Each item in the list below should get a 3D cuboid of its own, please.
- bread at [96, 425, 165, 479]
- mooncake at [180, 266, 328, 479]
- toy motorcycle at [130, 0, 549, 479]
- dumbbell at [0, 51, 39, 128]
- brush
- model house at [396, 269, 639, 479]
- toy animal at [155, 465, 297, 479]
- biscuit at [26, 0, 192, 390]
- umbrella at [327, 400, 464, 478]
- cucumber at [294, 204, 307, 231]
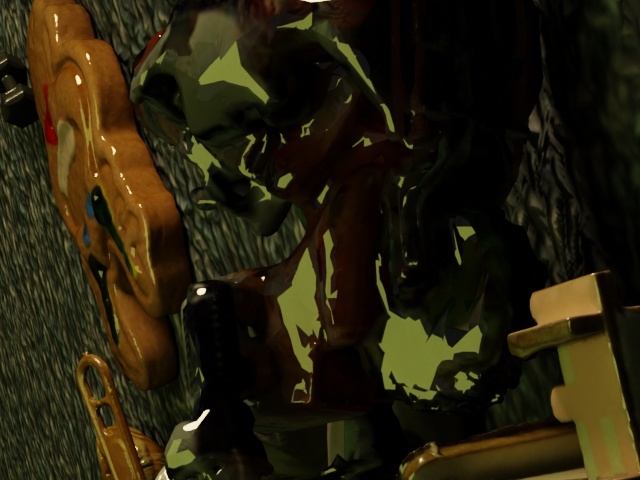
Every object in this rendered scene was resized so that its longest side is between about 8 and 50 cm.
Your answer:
[{"bbox_3d":[-0.151,0.195,1.514,0.111,0.044,0.083,-163,61,-68],"label":"bread"},{"bbox_3d":[-0.032,0.081,1.098,0.125,0.073,0.130,155,106,-70],"label":"mooncake"},{"bbox_3d":[0.000,0.000,0.775,0.207,0.134,0.401,-17,72,38],"label":"toy motorcycle"},{"bbox_3d":[-0.281,-0.138,1.700,0.036,0.040,0.083,-54,40,18],"label":"dumbbell"},{"bbox_3d":[-0.130,0.234,1.439,0.090,0.017,0.314,-26,83,47],"label":"brush"},{"bbox_3d":[0.109,0.179,0.648,0.244,0.169,0.326,154,104,-71],"label":"model house"},{"bbox_3d":[-0.044,0.216,1.116,0.131,0.104,0.220,17,-134,-65],"label":"toy animal"},{"bbox_3d":[-0.176,-0.050,1.453,0.202,0.047,0.334,109,145,-53],"label":"biscuit"},{"bbox_3d":[0.038,0.100,0.930,0.073,0.067,0.337,24,123,50],"label":"umbrella"},{"bbox_3d":[0.010,-0.074,0.939,0.056,0.056,0.250,-136,41,-57],"label":"cucumber"}]
